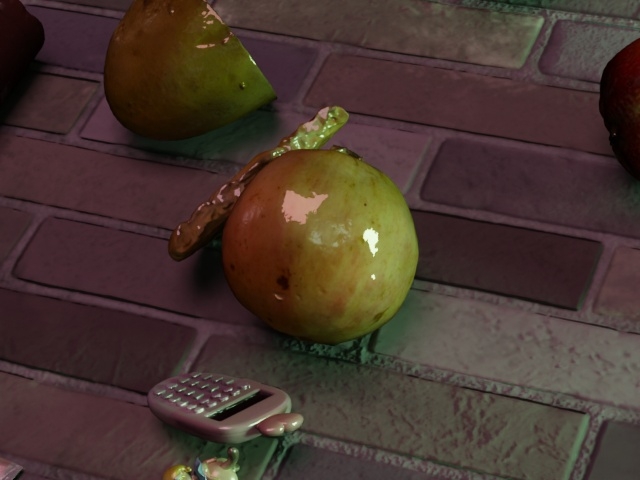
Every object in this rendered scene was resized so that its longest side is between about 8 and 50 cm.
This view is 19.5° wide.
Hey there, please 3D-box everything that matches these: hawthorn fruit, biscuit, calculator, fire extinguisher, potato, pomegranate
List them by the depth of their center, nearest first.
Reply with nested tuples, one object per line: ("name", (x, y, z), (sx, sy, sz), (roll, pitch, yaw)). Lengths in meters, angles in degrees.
("calculator", (-0.088, 0.155, 1.717), (0.166, 0.024, 0.103), (15, 26, 39))
("pomegranate", (0.001, 0.003, 1.748), (0.191, 0.191, 0.191), (-7, 48, 8))
("hawthorn fruit", (0.366, -0.135, 1.809), (0.188, 0.169, 0.169), (-17, 47, -1))
("biscuit", (-0.070, -0.054, 1.858), (0.224, 0.144, 0.033), (-39, 89, -15))
("potato", (-0.156, -0.179, 1.979), (0.158, 0.178, 0.203), (-41, 65, -1))
("fire extinguisher", (-0.421, -0.133, 2.018), (0.135, 0.114, 0.337), (-16, 36, 48))

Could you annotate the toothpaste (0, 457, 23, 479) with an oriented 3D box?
("toothpaste", (-0.378, 0.199, 1.770), (0.195, 0.043, 0.067), (24, 55, 23))

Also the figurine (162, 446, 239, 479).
("figurine", (-0.110, 0.214, 1.682), (0.083, 0.050, 0.047), (-23, 42, -8))
